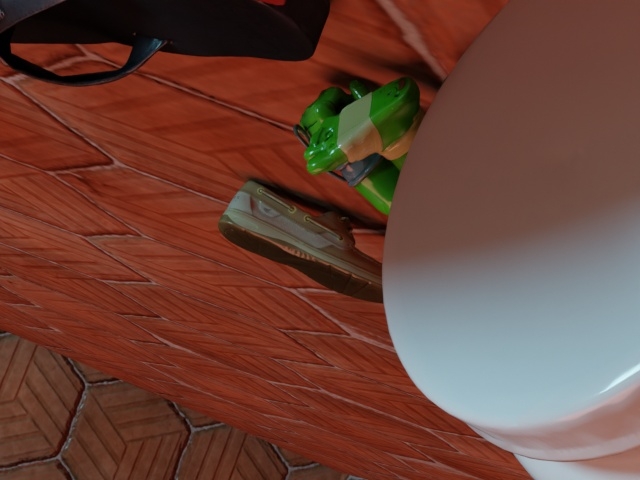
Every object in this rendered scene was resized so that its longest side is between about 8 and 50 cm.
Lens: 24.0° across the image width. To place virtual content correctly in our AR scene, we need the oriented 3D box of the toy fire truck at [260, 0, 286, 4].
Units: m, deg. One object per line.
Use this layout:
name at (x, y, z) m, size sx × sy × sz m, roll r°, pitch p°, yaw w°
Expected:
toy fire truck at (-0.078, -0.150, 0.484) m, size 0.135 × 0.047 × 0.192 m, roll 17°, pitch 167°, yaw 16°

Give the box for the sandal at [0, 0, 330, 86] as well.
sandal at (-0.110, -0.107, 0.705) m, size 0.254 × 0.055 × 0.097 m, roll 9°, pitch 163°, yaw 44°

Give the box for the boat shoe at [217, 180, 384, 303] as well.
boat shoe at (0.000, 0.000, 1.018) m, size 0.135 × 0.045 × 0.050 m, roll 25°, pitch 160°, yaw -4°

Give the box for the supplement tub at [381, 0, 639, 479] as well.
supplement tub at (0.175, 0.030, 0.511) m, size 0.272 × 0.191 × 0.191 m, roll 28°, pitch 166°, yaw -32°

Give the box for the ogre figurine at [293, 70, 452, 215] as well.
ogre figurine at (0.076, -0.024, 0.696) m, size 0.197 × 0.097 × 0.118 m, roll -15°, pitch 127°, yaw 45°
